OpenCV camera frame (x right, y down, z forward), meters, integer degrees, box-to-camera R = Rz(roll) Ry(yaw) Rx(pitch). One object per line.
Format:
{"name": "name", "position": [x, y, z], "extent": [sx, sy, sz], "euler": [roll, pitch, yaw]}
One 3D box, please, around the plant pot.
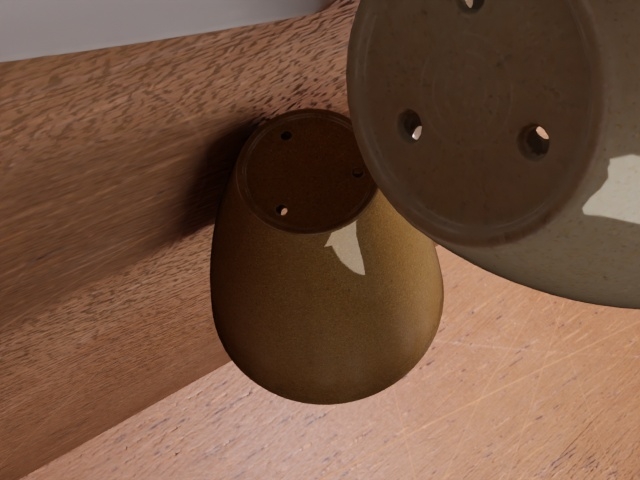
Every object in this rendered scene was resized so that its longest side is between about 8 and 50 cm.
{"name": "plant pot", "position": [0.000, 0.000, 0.899], "extent": [0.237, 0.237, 0.254], "euler": [-31, 157, -11]}

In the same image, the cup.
{"name": "cup", "position": [0.154, -0.099, 0.575], "extent": [0.237, 0.331, 0.331], "euler": [-14, 161, -41]}

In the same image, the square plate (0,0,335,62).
{"name": "square plate", "position": [-0.013, -0.188, 0.340], "extent": [0.347, 0.049, 0.344], "euler": [-22, 167, -48]}
